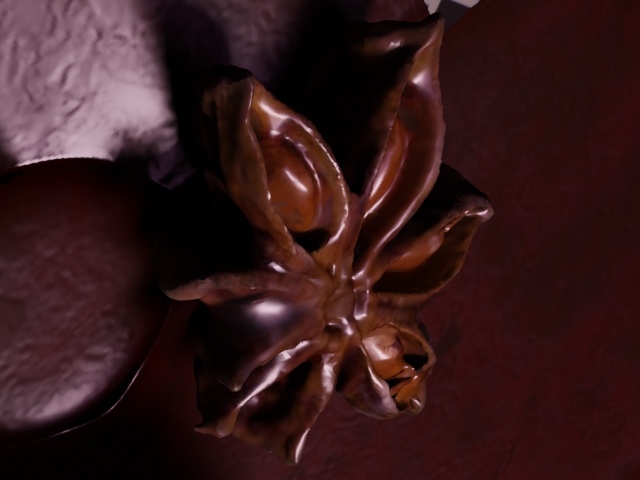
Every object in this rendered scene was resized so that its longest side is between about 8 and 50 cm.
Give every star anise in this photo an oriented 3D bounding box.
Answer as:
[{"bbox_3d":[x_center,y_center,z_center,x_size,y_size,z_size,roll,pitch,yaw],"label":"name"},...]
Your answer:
[{"bbox_3d":[0.000,-0.006,0.733,0.214,0.099,0.220,-17,123,-52],"label":"star anise"}]

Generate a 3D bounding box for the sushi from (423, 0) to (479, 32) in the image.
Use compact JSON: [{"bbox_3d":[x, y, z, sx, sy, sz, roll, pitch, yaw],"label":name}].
[{"bbox_3d":[0.092,-0.174,0.752,0.126,0.026,0.120,-43,136,-14],"label":"sushi"}]
